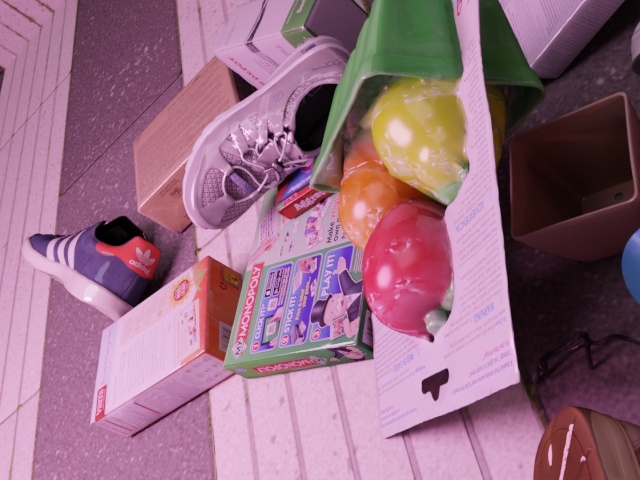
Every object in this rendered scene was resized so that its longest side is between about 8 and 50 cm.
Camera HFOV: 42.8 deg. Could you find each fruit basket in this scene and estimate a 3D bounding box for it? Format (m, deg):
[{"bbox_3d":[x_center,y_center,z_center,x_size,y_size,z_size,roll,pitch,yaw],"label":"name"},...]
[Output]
[{"bbox_3d":[0.099,-0.023,0.718,0.327,0.166,0.352,120,145,-66],"label":"fruit basket"}]

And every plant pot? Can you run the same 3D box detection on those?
[{"bbox_3d":[0.234,-0.041,0.697,0.109,0.096,0.109,-21,50,39],"label":"plant pot"}]

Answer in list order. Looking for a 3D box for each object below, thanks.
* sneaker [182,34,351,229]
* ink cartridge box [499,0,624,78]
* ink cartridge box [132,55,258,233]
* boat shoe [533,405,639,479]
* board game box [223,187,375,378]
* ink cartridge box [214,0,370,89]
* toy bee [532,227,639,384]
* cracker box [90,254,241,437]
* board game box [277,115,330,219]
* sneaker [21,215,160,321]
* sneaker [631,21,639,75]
[{"bbox_3d":[-0.059,-0.118,0.965,0.281,0.105,0.115,-49,36,11],"label":"sneaker"},{"bbox_3d":[0.248,-0.285,0.889,0.224,0.045,0.223,-51,31,43],"label":"ink cartridge box"},{"bbox_3d":[-0.189,-0.157,1.284,0.235,0.088,0.193,-41,37,21],"label":"ink cartridge box"},{"bbox_3d":[0.211,0.254,0.471,0.121,0.110,0.341,112,165,-48],"label":"boat shoe"},{"bbox_3d":[0.000,0.000,0.982,0.214,0.046,0.317,-17,51,42],"label":"board game box"},{"bbox_3d":[-0.023,-0.261,1.115,0.208,0.153,0.086,3,66,49],"label":"ink cartridge box"},{"bbox_3d":[0.291,0.041,0.548,0.195,0.298,0.162,-32,61,-23],"label":"toy bee"},{"bbox_3d":[-0.206,0.144,1.093,0.232,0.067,0.155,-33,41,28],"label":"cracker box"},{"bbox_3d":[0.056,-0.147,0.968,0.281,0.027,0.145,-31,41,31],"label":"board game box"},{"bbox_3d":[-0.369,0.021,1.340,0.350,0.131,0.148,20,73,48],"label":"sneaker"},{"bbox_3d":[0.347,-0.207,0.730,0.152,0.054,0.061,-25,44,37],"label":"sneaker"}]
